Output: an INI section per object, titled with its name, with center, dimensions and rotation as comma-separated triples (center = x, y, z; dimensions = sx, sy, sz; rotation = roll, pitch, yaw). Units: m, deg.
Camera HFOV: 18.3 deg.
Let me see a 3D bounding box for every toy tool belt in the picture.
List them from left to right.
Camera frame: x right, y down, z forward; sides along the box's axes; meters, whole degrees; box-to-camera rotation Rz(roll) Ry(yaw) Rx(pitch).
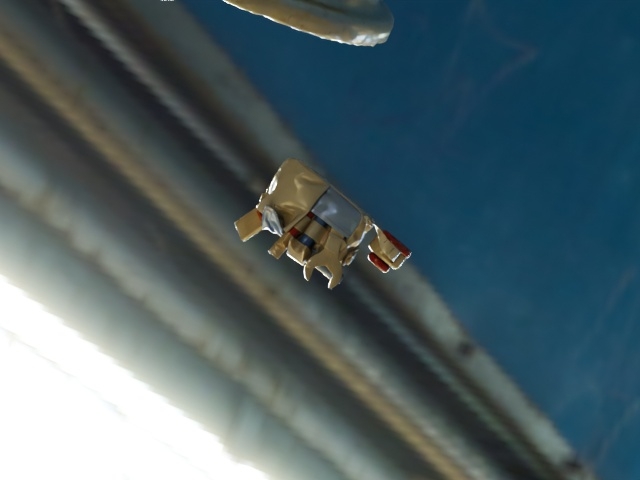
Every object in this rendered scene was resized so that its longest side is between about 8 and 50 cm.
[toy tool belt]
center = 0.000, 0.000, 1.005
dimensions = 0.083, 0.051, 0.052
rotation = 40, 3, 18

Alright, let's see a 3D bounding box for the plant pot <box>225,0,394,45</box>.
[plant pot]
center = -0.045, -0.302, 0.917
dimensions = 0.334, 0.305, 0.334
rotation = 27, 13, -7
